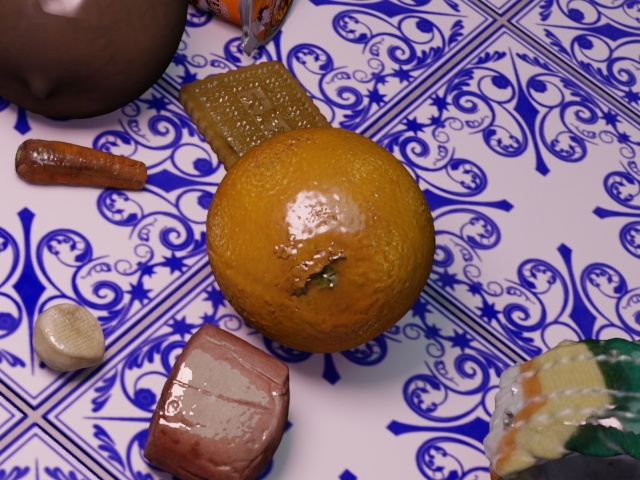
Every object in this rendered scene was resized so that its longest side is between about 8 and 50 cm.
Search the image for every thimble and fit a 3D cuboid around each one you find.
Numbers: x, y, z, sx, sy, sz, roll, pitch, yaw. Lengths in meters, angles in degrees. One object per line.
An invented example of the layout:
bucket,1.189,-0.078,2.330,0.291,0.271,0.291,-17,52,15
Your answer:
thimble,0.327,0.235,1.973,0.288,0.254,0.167,17,48,3

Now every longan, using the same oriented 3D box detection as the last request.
longan,-0.303,-0.285,2.145,0.297,0.297,0.297,10,50,-12

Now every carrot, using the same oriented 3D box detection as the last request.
carrot,-0.291,-0.091,2.153,0.161,0.055,0.055,7,50,-17

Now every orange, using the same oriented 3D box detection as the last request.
orange,0.000,0.000,2.042,0.274,0.274,0.274,10,50,-12

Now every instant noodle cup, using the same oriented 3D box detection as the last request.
instant noodle cup,-0.112,-0.364,2.374,0.125,0.177,0.208,20,60,14

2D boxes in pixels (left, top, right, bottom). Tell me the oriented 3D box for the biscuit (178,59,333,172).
biscuit,-0.056,-0.127,2.282,0.172,0.029,0.254,-19,61,-32

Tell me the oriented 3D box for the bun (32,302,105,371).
bun,-0.287,0.113,1.986,0.086,0.055,0.086,21,45,-22

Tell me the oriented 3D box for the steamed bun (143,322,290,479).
steamed bun,-0.111,0.194,1.954,0.145,0.106,0.175,27,62,-4
